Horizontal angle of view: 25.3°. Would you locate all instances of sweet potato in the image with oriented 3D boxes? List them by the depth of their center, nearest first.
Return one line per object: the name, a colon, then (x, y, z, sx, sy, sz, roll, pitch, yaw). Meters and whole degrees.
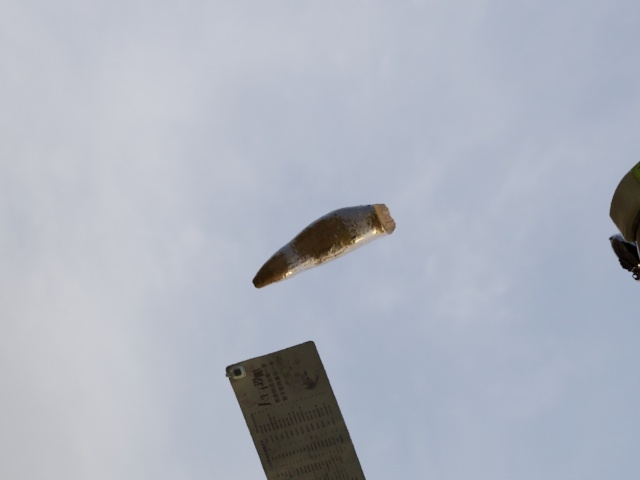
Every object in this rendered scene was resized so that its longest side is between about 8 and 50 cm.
sweet potato: (0.000, 0.000, 2.181, 0.077, 0.244, 0.077, 158, -90, -81)

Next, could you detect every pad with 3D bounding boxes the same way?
pad: (-0.034, 0.294, 2.173, 0.159, 0.009, 0.265, -19, -86, 22)

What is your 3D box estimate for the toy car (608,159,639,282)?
toy car: (0.414, 0.014, 1.360, 0.248, 0.204, 0.198, 30, 24, -37)
